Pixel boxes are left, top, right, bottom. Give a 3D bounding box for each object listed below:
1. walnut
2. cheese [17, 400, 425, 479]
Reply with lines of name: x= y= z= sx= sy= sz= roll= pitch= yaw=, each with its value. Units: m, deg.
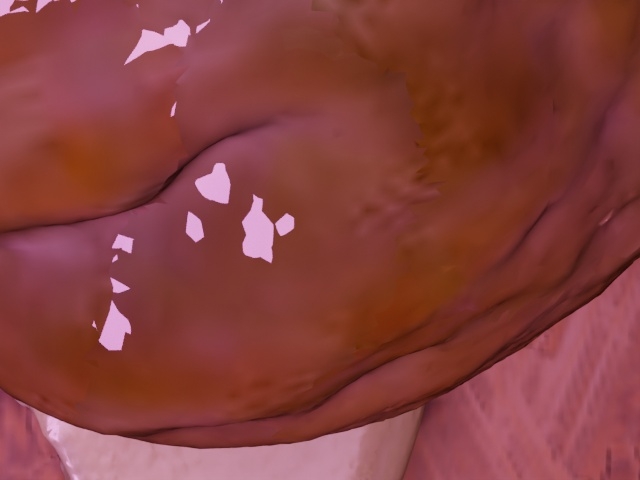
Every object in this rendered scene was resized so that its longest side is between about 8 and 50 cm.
walnut: x=-0.008 y=-0.133 z=0.433 sx=0.306 sy=0.306 sz=0.344 roll=37 pitch=84 yaw=-13
cheese: x=0.000 y=0.000 z=0.582 sx=0.127 sy=0.050 sz=0.255 roll=31 pitch=88 yaw=-12
